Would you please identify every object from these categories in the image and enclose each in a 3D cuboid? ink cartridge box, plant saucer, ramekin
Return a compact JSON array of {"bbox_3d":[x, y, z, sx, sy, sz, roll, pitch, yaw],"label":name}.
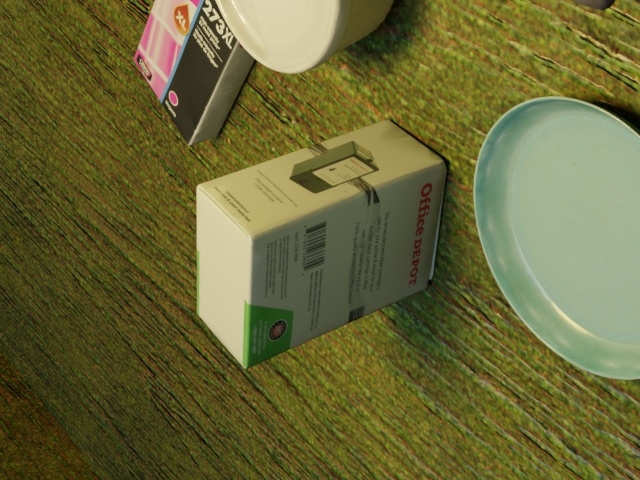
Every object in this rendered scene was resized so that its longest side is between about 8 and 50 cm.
[{"bbox_3d":[0.000,0.000,1.516,0.121,0.289,0.211,42,141,38],"label":"ink cartridge box"},{"bbox_3d":[0.288,-0.005,1.312,0.317,0.044,0.317,34,135,41],"label":"plant saucer"},{"bbox_3d":[-0.019,-0.344,1.470,0.273,0.127,0.273,34,137,40],"label":"ramekin"},{"bbox_3d":[-0.164,-0.309,1.778,0.175,0.069,0.371,57,145,15],"label":"ink cartridge box"}]

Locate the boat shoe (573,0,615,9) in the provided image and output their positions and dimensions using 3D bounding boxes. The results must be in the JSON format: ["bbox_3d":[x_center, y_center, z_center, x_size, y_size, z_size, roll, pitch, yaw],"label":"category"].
[{"bbox_3d":[0.181,-0.304,1.221,0.285,0.103,0.092,30,129,36],"label":"boat shoe"}]
